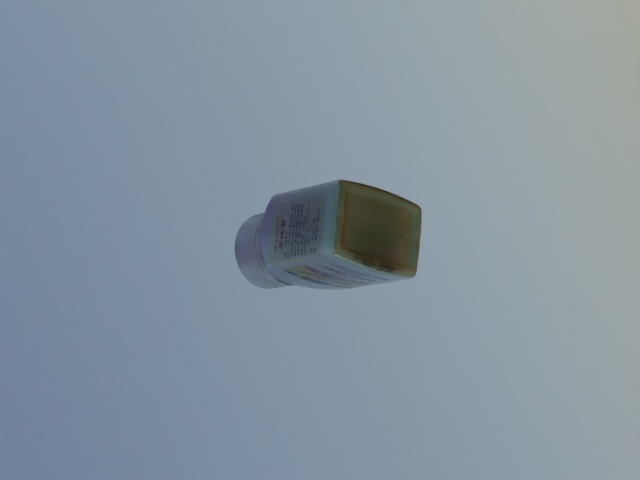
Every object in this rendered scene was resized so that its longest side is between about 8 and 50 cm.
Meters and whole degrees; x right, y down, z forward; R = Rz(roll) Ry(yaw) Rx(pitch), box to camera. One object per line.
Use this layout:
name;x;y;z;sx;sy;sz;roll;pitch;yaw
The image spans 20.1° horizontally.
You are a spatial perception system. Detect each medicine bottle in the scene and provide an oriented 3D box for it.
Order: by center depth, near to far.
medicine bottle;0.000;0.000;1.158;0.074;0.118;0.055;15;-106;-39
